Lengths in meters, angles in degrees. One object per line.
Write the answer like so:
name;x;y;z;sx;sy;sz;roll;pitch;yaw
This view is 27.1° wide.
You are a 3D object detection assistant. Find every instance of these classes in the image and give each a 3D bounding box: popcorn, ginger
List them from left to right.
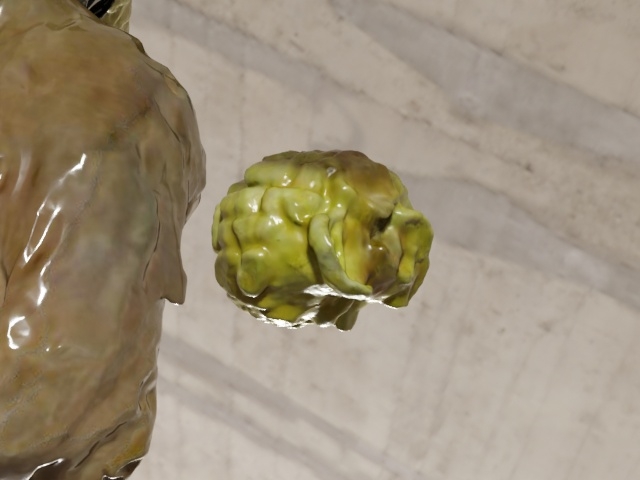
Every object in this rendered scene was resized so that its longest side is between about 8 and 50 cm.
ginger;-0.107;-0.064;0.397;0.084;0.122;0.290;-31;-106;19
popcorn;0.007;0.001;1.331;0.217;0.235;0.181;-1;-92;54

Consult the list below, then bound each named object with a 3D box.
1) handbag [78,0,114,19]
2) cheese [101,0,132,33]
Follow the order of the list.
handbag;-0.221;-0.193;0.961;0.288;0.342;0.152;3;-43;40
cheese;-0.231;-0.205;1.222;0.123;0.094;0.167;42;-34;19
